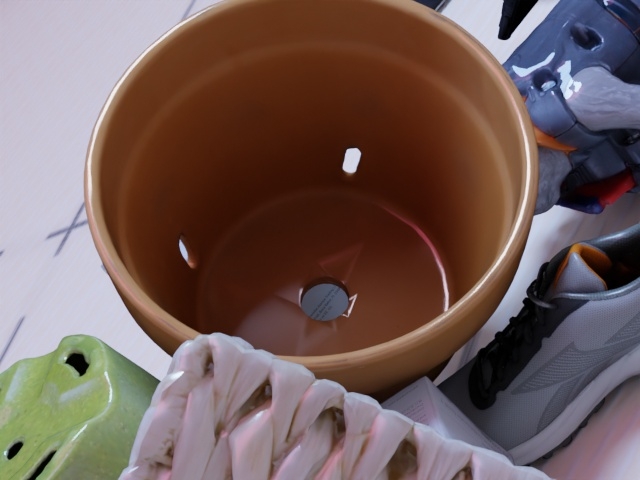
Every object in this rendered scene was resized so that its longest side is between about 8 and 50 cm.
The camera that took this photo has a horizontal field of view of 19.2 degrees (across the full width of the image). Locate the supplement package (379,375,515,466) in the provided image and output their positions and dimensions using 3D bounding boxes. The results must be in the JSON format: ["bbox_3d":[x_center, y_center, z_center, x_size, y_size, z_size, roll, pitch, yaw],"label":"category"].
[{"bbox_3d":[0.070,0.192,1.152,0.105,0.105,0.179,-35,36,15],"label":"supplement package"}]

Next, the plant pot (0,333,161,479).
[{"bbox_3d":[-0.125,0.207,1.263,0.276,0.254,0.276,-33,29,21],"label":"plant pot"}]

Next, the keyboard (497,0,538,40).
[{"bbox_3d":[0.191,-0.255,1.544,0.192,0.038,0.100,-52,-13,-32],"label":"keyboard"}]

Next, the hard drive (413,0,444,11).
[{"bbox_3d":[0.124,-0.350,1.929,0.339,0.064,0.237,-51,27,-10],"label":"hard drive"}]

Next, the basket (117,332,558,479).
[{"bbox_3d":[0.008,0.242,0.810,0.331,0.266,0.328,90,-155,-81],"label":"basket"}]

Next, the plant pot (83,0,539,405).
[{"bbox_3d":[0.000,0.000,1.288,0.291,0.203,0.291,-2,60,3],"label":"plant pot"}]

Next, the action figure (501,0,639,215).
[{"bbox_3d":[0.191,-0.152,1.410,0.330,0.178,0.341,-59,25,-14],"label":"action figure"}]

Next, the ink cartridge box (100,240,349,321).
[{"bbox_3d":[-0.058,0.039,1.496,0.128,0.176,0.127,-49,26,-10],"label":"ink cartridge box"}]

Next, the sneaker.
[{"bbox_3d":[0.158,0.060,1.239,0.271,0.108,0.100,-35,30,23],"label":"sneaker"}]
